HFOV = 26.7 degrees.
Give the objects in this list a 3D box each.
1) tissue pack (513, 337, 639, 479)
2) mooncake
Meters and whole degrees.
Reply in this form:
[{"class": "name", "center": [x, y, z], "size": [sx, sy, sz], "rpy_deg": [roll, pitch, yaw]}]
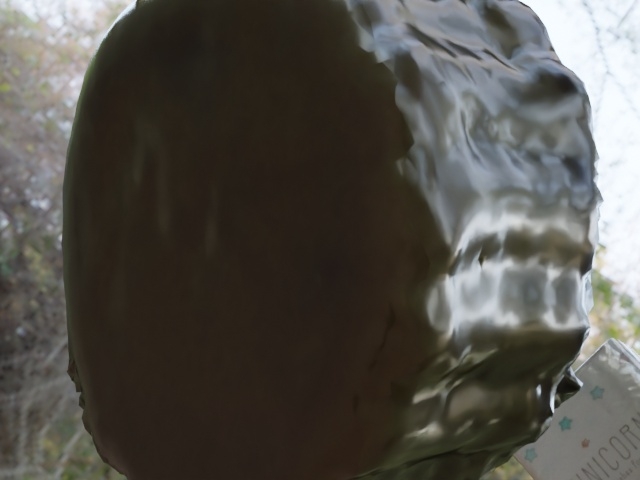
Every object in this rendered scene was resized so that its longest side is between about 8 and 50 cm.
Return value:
[{"class": "tissue pack", "center": [0.339, 0.258, 1.332], "size": [0.071, 0.170, 0.325], "rpy_deg": [31, 13, -43]}, {"class": "mooncake", "center": [0.000, -0.001, 0.755], "size": [0.324, 0.187, 0.324], "rpy_deg": [2, -87, 50]}]
